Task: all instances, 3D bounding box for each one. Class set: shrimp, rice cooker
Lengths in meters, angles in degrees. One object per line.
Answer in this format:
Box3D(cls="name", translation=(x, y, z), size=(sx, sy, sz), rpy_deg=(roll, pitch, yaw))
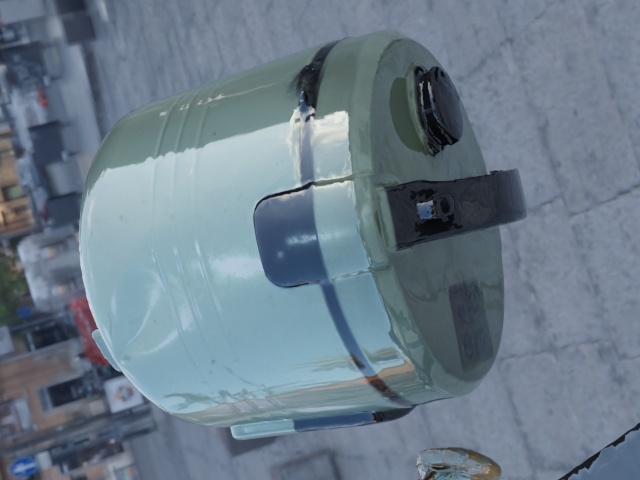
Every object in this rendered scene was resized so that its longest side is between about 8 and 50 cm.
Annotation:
Box3D(cls="shrimp", translation=(0.095, 0.180, 0.778), size=(0.108, 0.059, 0.023), rpy_deg=(-30, 34, 49))
Box3D(cls="rice cooker", translation=(0.000, 0.000, 0.590), size=(0.226, 0.244, 0.226), rpy_deg=(40, -138, -49))

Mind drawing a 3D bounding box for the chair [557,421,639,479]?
Box3D(cls="chair", translation=(0.106, 0.267, 0.442), size=(0.416, 0.241, 0.203), rpy_deg=(-48, 40, 42))
